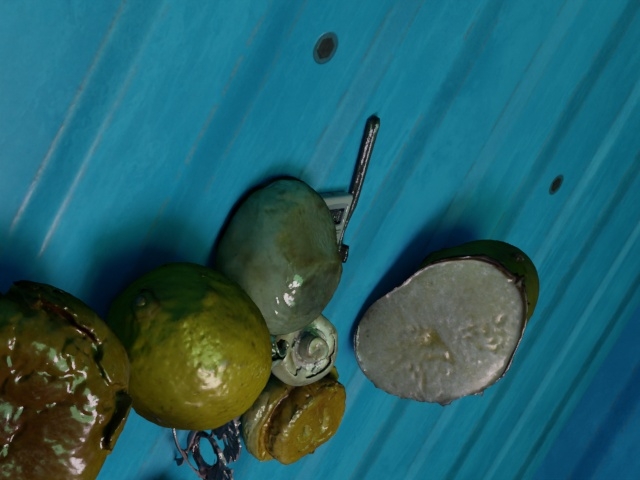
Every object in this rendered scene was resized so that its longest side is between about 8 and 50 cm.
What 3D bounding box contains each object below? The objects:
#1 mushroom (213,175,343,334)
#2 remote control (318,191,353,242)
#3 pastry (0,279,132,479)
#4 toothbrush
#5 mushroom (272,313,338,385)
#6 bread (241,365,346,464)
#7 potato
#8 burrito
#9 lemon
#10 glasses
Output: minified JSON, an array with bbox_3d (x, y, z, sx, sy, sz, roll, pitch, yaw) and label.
[{"bbox_3d":[-0.062,0.039,1.653,0.267,0.164,0.189,-57,146,3],"label":"mushroom"},{"bbox_3d":[0.000,0.000,1.811,0.087,0.029,0.190,-7,124,-46],"label":"remote control"},{"bbox_3d":[-0.419,0.220,1.321,0.356,0.164,0.356,-9,116,-20],"label":"pastry"},{"bbox_3d":[0.067,-0.090,1.818,0.030,0.030,0.297,-45,152,-62],"label":"toothbrush"},{"bbox_3d":[-0.032,0.199,1.841,0.154,0.122,0.154,-4,98,-32],"label":"mushroom"},{"bbox_3d":[-0.050,0.339,1.949,0.236,0.120,0.198,-29,140,-31],"label":"bread"},{"bbox_3d":[0.295,0.162,2.129,0.397,0.290,0.296,-44,177,16],"label":"potato"},{"bbox_3d":[-0.124,0.240,1.739,0.096,0.066,0.309,-65,-176,-36],"label":"burrito"},{"bbox_3d":[-0.207,0.161,1.514,0.253,0.253,0.310,-50,141,-8],"label":"lemon"},{"bbox_3d":[-0.205,0.368,1.758,0.095,0.162,0.255,-18,130,-36],"label":"glasses"}]
